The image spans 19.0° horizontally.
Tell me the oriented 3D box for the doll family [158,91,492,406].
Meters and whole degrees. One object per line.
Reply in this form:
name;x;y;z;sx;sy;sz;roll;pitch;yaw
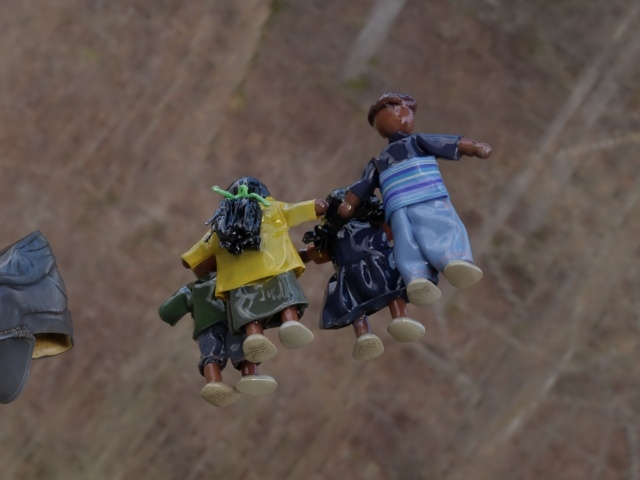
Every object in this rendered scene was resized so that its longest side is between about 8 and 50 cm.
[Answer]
doll family;0.000;0.000;0.963;0.076;0.193;0.111;62;13;-55

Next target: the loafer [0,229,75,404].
loafer;-0.155;0.047;0.881;0.061;0.062;0.170;59;24;-7
